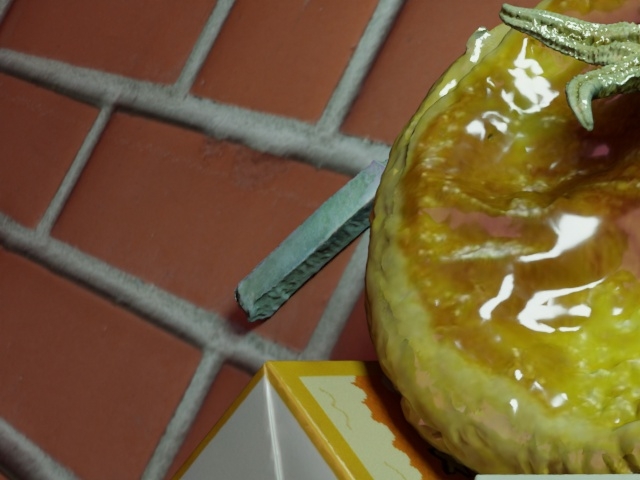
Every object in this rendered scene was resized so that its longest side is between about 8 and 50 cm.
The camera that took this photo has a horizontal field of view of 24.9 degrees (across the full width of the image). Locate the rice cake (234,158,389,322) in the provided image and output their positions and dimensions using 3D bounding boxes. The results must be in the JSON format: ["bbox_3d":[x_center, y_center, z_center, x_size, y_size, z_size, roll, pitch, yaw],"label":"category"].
[{"bbox_3d":[0.000,0.000,1.347,0.211,0.034,0.043,-41,49,21],"label":"rice cake"}]

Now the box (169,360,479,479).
[{"bbox_3d":[0.020,0.262,0.932,0.283,0.214,0.259,-51,55,23],"label":"box"}]

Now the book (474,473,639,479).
[{"bbox_3d":[0.155,0.245,0.682,0.208,0.020,0.295,-4,54,24],"label":"book"}]

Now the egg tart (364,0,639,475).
[{"bbox_3d":[0.241,-0.010,0.929,0.443,0.178,0.443,-19,45,20],"label":"egg tart"}]

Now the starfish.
[{"bbox_3d":[0.215,-0.130,0.887,0.223,0.050,0.217,12,52,27],"label":"starfish"}]
